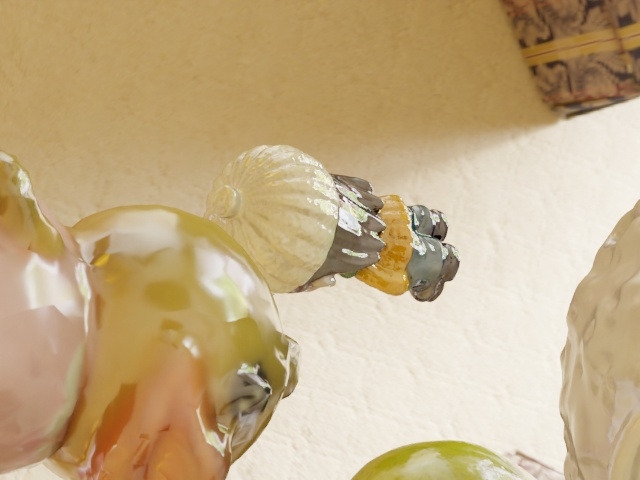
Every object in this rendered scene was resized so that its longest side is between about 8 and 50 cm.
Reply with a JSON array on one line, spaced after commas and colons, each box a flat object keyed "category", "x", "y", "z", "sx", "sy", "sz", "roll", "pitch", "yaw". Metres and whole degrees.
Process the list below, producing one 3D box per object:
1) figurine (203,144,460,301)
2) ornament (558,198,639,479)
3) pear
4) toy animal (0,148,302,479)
[{"category": "figurine", "x": 0.018, "y": -0.017, "z": 1.320, "sx": 0.332, "sy": 0.204, "sz": 0.185, "roll": -1, "pitch": 53, "yaw": -20}, {"category": "ornament", "x": 0.309, "y": 0.089, "z": 0.627, "sx": 0.337, "sy": 0.337, "sz": 0.337, "roll": -1, "pitch": 92, "yaw": -18}, {"category": "pear", "x": 0.123, "y": 0.296, "z": 1.038, "sx": 0.269, "sy": 0.212, "sz": 0.212, "roll": 7, "pitch": 90, "yaw": -50}, {"category": "toy animal", "x": -0.130, "y": 0.046, "z": 0.500, "sx": 0.281, "sy": 0.169, "sz": 0.195, "roll": 17, "pitch": 121, "yaw": -26}]
